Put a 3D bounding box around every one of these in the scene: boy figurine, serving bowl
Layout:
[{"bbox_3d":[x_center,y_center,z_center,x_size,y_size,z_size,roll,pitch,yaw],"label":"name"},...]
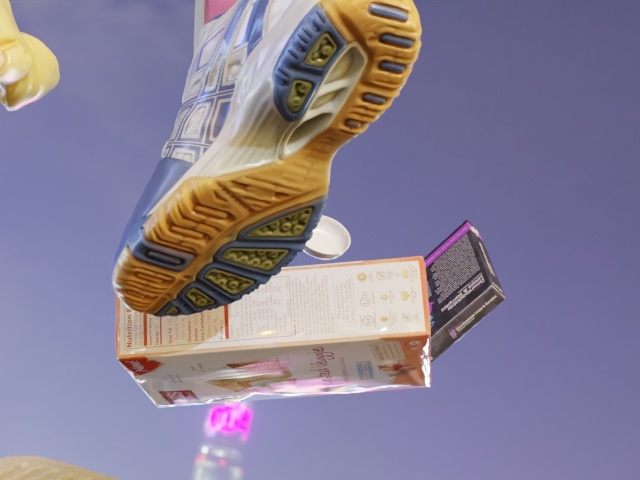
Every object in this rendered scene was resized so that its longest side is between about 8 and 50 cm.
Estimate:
[{"bbox_3d":[-0.390,-0.241,1.515,0.092,0.177,0.285,-36,-25,1],"label":"boy figurine"},{"bbox_3d":[0.000,0.000,1.958,0.083,0.083,0.027,16,-50,-8],"label":"serving bowl"}]

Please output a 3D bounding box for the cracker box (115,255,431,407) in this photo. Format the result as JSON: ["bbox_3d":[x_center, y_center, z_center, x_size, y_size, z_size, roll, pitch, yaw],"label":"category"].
[{"bbox_3d":[-0.031,0.076,1.051,0.232,0.067,0.155,-4,-20,4],"label":"cracker box"}]

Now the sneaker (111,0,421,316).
[{"bbox_3d":[-0.047,-0.078,0.904,0.112,0.131,0.296,20,-60,-39],"label":"sneaker"}]

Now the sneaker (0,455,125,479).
[{"bbox_3d":[-0.139,0.297,1.190,0.366,0.135,0.150,20,-30,16],"label":"sneaker"}]

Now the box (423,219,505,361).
[{"bbox_3d":[0.145,0.056,1.520,0.029,0.162,0.116,41,-73,-20],"label":"box"}]

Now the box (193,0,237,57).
[{"bbox_3d":[-0.088,-0.245,1.606,0.117,0.243,0.213,0,-59,-8],"label":"box"}]
